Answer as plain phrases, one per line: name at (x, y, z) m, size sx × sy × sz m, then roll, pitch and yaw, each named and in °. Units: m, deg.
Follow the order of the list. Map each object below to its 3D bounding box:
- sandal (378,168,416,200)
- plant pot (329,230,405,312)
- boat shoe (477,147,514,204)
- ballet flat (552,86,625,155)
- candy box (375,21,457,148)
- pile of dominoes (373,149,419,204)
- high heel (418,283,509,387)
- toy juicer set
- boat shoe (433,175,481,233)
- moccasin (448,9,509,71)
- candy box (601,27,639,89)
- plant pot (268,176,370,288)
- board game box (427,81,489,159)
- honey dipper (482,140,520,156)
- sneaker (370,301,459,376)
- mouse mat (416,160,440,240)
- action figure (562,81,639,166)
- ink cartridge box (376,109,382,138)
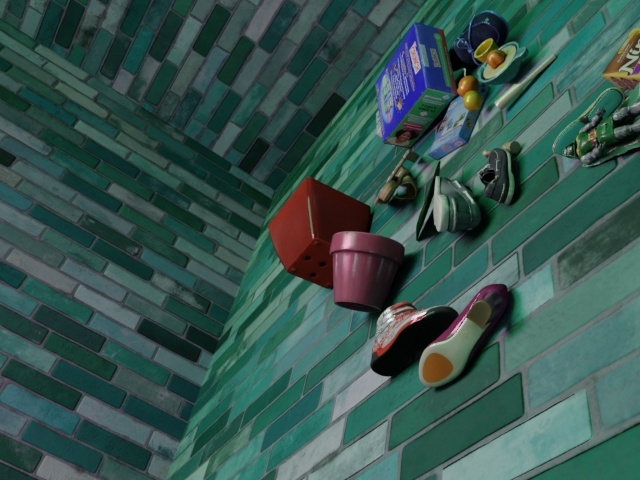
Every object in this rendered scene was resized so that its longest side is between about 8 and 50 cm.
sandal at (0.246, -0.147, 2.021) m, size 0.088 × 0.079 × 0.240 m, roll -59°, pitch -12°, yaw 26°
plant pot at (0.114, 0.090, 1.794) m, size 0.201 × 0.201 × 0.180 m, roll 154°, pitch 129°, yaw -65°
boat shoe at (0.393, -0.155, 1.534) m, size 0.206 × 0.064 × 0.075 m, roll -81°, pitch 1°, yaw -54°
ballet flat at (0.528, -0.228, 1.322) m, size 0.168 × 0.057 × 0.052 m, roll -47°, pitch -10°, yaw 27°
candy box at (0.307, -0.507, 2.238) m, size 0.317 × 0.122 × 0.268 m, roll 128°, pitch 143°, yaw -58°
pile of dominoes at (0.224, -0.199, 2.091) m, size 0.196 × 0.040 × 0.251 m, roll -56°, pitch -11°, yaw 11°
high heel at (0.276, 0.182, 1.300) m, size 0.117 × 0.082 × 0.244 m, roll -25°, pitch -35°, yaw -53°
toy juicer set at (0.463, -0.446, 1.822) m, size 0.209 × 0.089 × 0.329 m, roll -51°, pitch 23°, yaw 6°
boat shoe at (0.328, -0.087, 1.646) m, size 0.319 × 0.099 × 0.116 m, roll -65°, pitch -25°, yaw -74°
moccasin at (0.481, -0.597, 2.108) m, size 0.117 × 0.137 × 0.342 m, roll -49°, pitch -1°, yaw -8°
candy box at (0.608, -0.332, 1.237) m, size 0.109 × 0.053 × 0.187 m, roll -57°, pitch 13°, yaw 9°
plant pot at (0.000, 0.000, 2.247) m, size 0.267 × 0.267 × 0.236 m, roll -48°, pitch 29°, yaw 34°
board game box at (0.407, -0.353, 1.995) m, size 0.160 × 0.039 × 0.212 m, roll -29°, pitch 33°, yaw 63°
honey dipper at (0.435, -0.220, 1.644) m, size 0.030 × 0.030 × 0.160 m, roll -59°, pitch 11°, yaw -3°
sneaker at (0.201, 0.176, 1.478) m, size 0.270 × 0.090 × 0.145 m, roll -49°, pitch 19°, yaw 41°
mouse mat at (0.283, -0.102, 1.779) m, size 0.153 × 0.007 × 0.190 m, roll 66°, pitch -135°, yaw -71°
action figure at (0.521, -0.196, 1.216) m, size 0.232 × 0.063 × 0.137 m, roll 140°, pitch 139°, yaw -65°
ink cartridge box at (0.289, -0.475, 2.547) m, size 0.160 × 0.092 × 0.219 m, roll -52°, pitch 15°, yaw 27°
